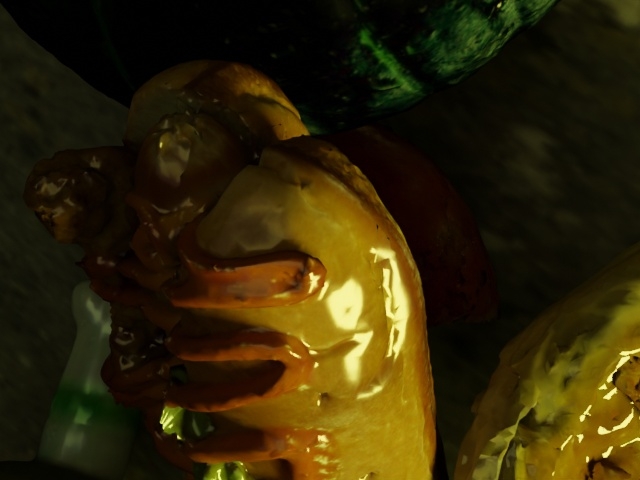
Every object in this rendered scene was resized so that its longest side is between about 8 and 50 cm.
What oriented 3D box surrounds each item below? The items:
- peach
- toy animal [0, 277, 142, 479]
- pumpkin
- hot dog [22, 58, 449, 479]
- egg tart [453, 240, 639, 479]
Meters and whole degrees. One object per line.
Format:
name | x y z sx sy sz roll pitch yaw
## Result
peach | -0.004 0.001 0.741 0.172 0.092 0.127 25 98 28
toy animal | -0.145 0.200 0.761 0.180 0.181 0.363 24 110 62
pumpkin | -0.005 -0.184 0.671 0.315 0.238 0.315 -8 69 21
hot dog | -0.020 0.088 0.632 0.117 0.349 0.158 -26 48 -14
egg tart | 0.184 0.122 0.597 0.290 0.115 0.290 -1 79 3
